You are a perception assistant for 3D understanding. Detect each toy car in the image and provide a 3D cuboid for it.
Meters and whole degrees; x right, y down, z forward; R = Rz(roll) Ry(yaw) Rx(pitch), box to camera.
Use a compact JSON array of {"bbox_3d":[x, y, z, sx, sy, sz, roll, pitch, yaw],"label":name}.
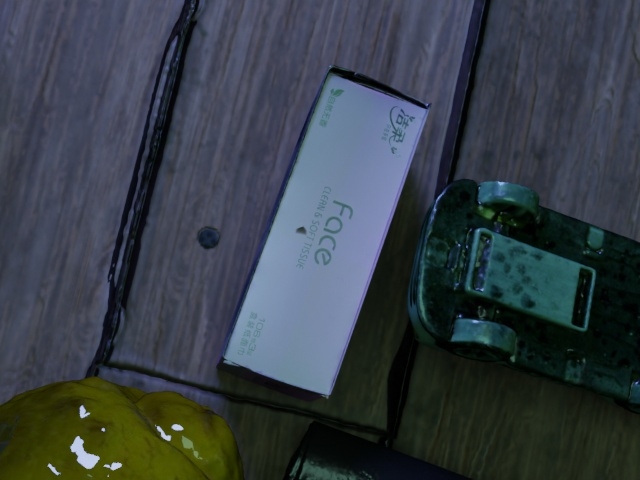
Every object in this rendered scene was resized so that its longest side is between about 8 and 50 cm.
[{"bbox_3d":[0.195,0.056,1.197,0.306,0.125,0.136,19,73,-25],"label":"toy car"}]

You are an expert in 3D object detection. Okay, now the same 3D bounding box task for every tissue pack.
[{"bbox_3d":[0.000,0.000,1.175,0.093,0.148,0.246,20,81,-3],"label":"tissue pack"}]

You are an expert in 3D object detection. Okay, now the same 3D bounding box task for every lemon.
[{"bbox_3d":[-0.186,0.257,1.056,0.286,0.285,0.316,13,100,-4],"label":"lemon"}]

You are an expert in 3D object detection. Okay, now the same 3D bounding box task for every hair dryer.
[{"bbox_3d":[0.067,0.216,1.093,0.197,0.251,0.089,23,90,0],"label":"hair dryer"}]
